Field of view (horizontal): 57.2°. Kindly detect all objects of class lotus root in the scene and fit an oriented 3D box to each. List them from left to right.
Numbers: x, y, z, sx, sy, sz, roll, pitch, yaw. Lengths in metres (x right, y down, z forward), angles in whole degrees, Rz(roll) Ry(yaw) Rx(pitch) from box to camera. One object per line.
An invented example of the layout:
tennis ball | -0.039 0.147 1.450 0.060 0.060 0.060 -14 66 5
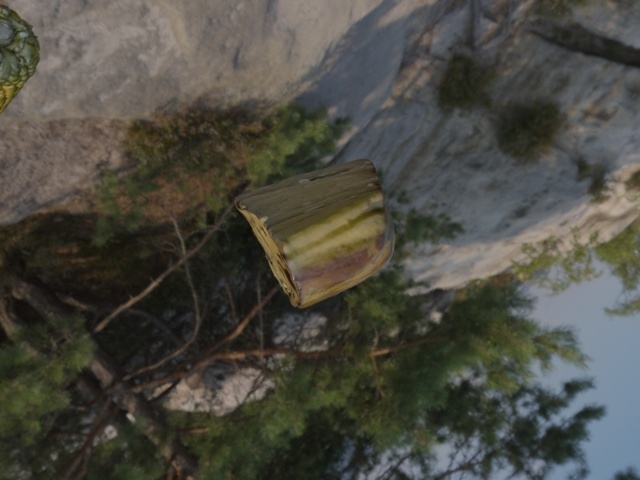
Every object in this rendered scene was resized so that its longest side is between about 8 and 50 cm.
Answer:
lotus root | 0.002 -0.003 0.516 0.135 0.159 0.095 -21 121 -1

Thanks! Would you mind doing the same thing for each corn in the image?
corn | -0.416 -0.205 0.721 0.091 0.091 0.260 0 172 -41
